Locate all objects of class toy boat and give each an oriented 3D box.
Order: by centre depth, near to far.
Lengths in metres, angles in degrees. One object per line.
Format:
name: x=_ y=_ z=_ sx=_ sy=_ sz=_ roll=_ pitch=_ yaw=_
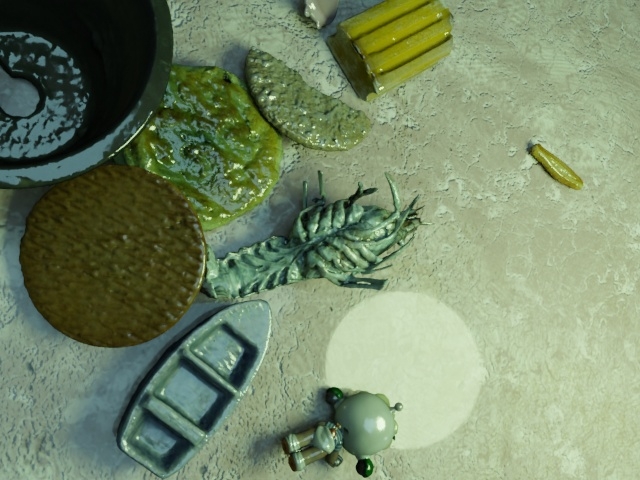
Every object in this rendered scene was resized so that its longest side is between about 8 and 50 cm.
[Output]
toy boat: x=-0.172 y=0.198 z=0.879 sx=0.127 sy=0.078 sz=0.283 roll=42 pitch=69 yaw=-10

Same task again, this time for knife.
knife: x=0.039 y=-0.560 z=1.081 sx=0.132 sy=0.038 sz=0.398 roll=28 pitch=73 yaw=-53

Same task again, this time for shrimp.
shrimp: x=0.002 y=0.001 z=0.947 sx=0.411 sy=0.166 sz=0.221 roll=-21 pitch=69 yaw=-10

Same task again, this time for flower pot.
flower pot: x=-0.384 y=-0.217 z=0.766 sx=0.380 sy=0.251 sz=0.379 roll=4 pitch=78 yaw=-21

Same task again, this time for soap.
soap: x=0.142 y=-0.364 z=1.097 sx=0.232 sy=0.073 sz=0.140 roll=-34 pitch=96 yaw=-23

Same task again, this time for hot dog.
hot dog: x=0.477 y=-0.145 z=1.221 sx=0.137 sy=0.028 sz=0.044 roll=35 pitch=45 yaw=-16

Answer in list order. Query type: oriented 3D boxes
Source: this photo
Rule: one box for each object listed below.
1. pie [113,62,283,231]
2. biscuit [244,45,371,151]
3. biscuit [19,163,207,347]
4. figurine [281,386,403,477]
pie: x=-0.181 y=-0.148 z=0.931 sx=0.277 sy=0.078 sz=0.276 roll=3 pitch=82 yaw=-22
biscuit: x=-0.025 y=-0.215 z=1.005 sx=0.250 sy=0.032 sz=0.133 roll=29 pitch=51 yaw=-19
biscuit: x=-0.287 y=0.020 z=0.841 sx=0.262 sy=0.037 sz=0.261 roll=0 pitch=87 yaw=3
figurine: x=0.037 y=0.301 z=0.943 sx=0.197 sy=0.093 sz=0.147 roll=-18 pitch=66 yaw=-16
